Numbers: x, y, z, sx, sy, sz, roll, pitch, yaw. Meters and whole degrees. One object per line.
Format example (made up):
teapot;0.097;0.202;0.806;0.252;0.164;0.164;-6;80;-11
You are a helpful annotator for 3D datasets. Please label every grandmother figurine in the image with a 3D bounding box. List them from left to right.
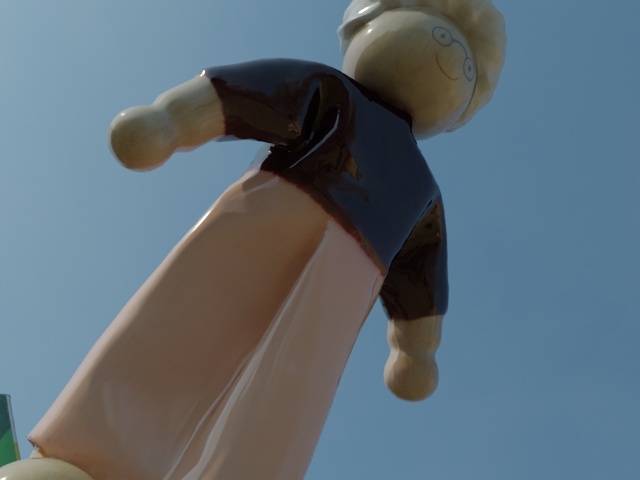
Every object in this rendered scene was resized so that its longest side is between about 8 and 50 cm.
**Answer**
grandmother figurine;0.000;0.000;0.423;0.104;0.342;0.208;1;-39;41

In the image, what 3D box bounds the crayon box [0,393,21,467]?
crayon box;-0.286;0.289;0.720;0.081;0.318;0.202;9;-69;-29
